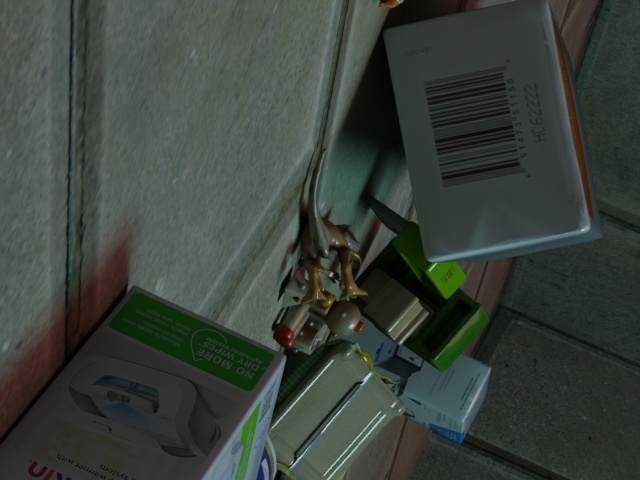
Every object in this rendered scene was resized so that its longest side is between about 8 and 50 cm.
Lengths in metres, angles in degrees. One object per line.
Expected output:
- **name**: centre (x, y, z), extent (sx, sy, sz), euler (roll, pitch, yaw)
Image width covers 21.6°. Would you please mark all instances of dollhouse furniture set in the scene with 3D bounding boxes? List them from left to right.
- **dollhouse furniture set**: centre (0.018, 0.117, 1.868), extent (0.301, 0.151, 0.197), euler (-48, 146, -6)

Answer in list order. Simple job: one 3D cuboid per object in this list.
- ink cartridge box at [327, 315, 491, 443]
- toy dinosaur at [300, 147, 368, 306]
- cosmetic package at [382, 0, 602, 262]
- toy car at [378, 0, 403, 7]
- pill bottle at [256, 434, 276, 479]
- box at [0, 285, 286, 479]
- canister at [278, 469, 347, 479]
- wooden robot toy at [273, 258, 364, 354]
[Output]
- **ink cartridge box**: centre (0.105, 0.160, 2.039), extent (0.082, 0.190, 0.139), euler (-62, 168, -15)
- **toy dinosaur**: centre (0.000, 0.000, 1.583), extent (0.211, 0.064, 0.112), euler (62, 16, -76)
- **cosmetic package**: centre (0.194, -0.099, 1.753), extent (0.453, 0.161, 0.230), euler (0, 79, -79)
- **toy car**: centre (0.067, -0.223, 1.433), extent (0.122, 0.040, 0.060), euler (-29, 141, -74)
- **pill bottle**: centre (-0.106, 0.210, 1.361), extent (0.169, 0.094, 0.094), euler (-47, 158, -62)
- **box**: centre (-0.139, 0.210, 1.110), extent (0.231, 0.127, 0.262), euler (-54, 164, -46)
- **canister**: centre (-0.018, 0.312, 2.088), extent (0.170, 0.073, 0.126), euler (-66, 169, 8)
- **wooden robot toy**: centre (0.004, 0.083, 1.676), extent (0.173, 0.079, 0.076), euler (83, 32, -69)
